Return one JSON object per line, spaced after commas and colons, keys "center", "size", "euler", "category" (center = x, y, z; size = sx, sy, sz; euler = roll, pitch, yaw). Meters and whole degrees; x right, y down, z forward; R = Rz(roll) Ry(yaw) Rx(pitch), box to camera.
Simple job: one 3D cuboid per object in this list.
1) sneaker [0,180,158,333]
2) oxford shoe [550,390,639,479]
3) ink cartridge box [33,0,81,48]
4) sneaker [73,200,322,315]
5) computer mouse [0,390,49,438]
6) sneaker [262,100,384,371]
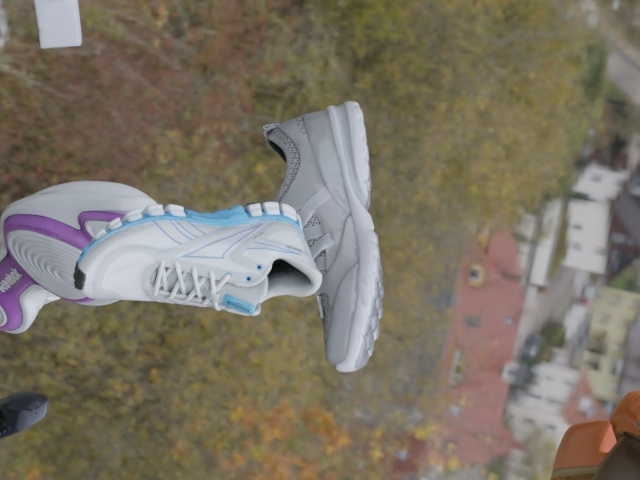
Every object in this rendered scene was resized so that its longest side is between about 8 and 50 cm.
{"center": [-0.216, -0.014, 1.196], "size": [0.114, 0.305, 0.152], "euler": [52, 54, -17], "category": "sneaker"}
{"center": [0.159, 0.153, 0.597], "size": [0.133, 0.130, 0.364], "euler": [-64, 172, -10], "category": "oxford shoe"}
{"center": [-0.339, -0.413, 1.689], "size": [0.371, 0.069, 0.176], "euler": [107, -25, -62], "category": "ink cartridge box"}
{"center": [-0.081, 0.021, 0.982], "size": [0.190, 0.083, 0.071], "euler": [-9, 136, -30], "category": "sneaker"}
{"center": [-0.421, 0.226, 1.659], "size": [0.041, 0.242, 0.071], "euler": [62, 29, -10], "category": "computer mouse"}
{"center": [0.000, 0.000, 1.362], "size": [0.105, 0.115, 0.281], "euler": [77, 7, -64], "category": "sneaker"}
